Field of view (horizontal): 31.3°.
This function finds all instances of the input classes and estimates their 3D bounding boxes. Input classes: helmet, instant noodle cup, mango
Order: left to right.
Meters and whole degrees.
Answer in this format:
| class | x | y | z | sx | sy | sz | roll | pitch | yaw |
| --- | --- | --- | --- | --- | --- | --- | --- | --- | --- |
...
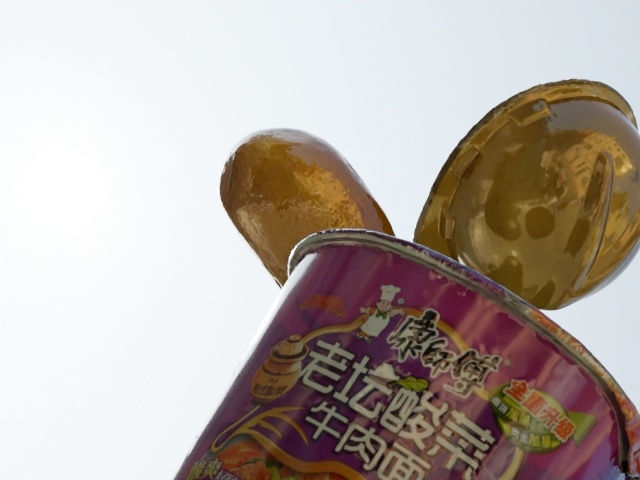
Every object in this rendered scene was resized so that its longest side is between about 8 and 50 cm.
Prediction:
| class | x | y | z | sx | sy | sz | roll | pitch | yaw |
| --- | --- | --- | --- | --- | --- | --- | --- | --- | --- |
| mango | 0.000 | 0.000 | 0.939 | 0.227 | 0.109 | 0.147 | 51 | -26 | 20 |
| instant noodle cup | 0.032 | 0.145 | 0.647 | 0.251 | 0.190 | 0.251 | 30 | -25 | 16 |
| helmet | 0.214 | -0.010 | 1.046 | 0.257 | 0.205 | 0.140 | -56 | -146 | 22 |
